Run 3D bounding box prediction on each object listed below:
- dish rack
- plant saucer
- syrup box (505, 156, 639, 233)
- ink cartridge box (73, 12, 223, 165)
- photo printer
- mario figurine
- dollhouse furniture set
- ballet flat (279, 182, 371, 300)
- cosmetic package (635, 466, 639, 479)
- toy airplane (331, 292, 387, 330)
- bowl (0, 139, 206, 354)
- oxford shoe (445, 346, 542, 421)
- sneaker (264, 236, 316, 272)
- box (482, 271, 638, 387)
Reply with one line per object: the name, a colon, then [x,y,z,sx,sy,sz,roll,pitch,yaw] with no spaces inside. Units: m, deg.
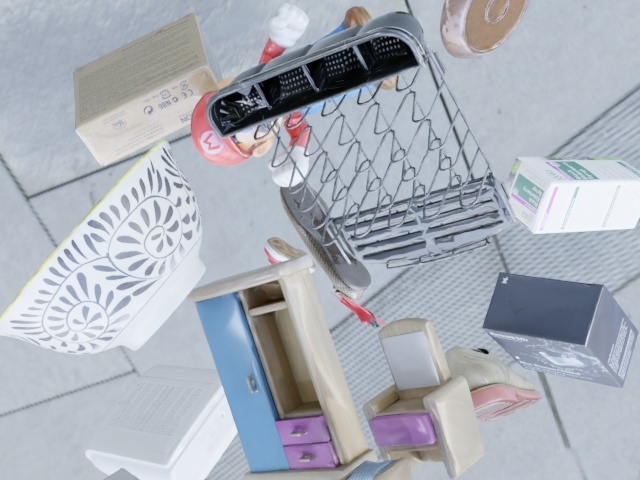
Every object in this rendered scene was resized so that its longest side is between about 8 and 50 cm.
dish rack: [0.050,-0.069,0.825,0.208,0.074,0.272,-14,125,31]
plant saucer: [0.232,-0.319,1.210,0.168,0.029,0.168,-29,141,-26]
syrup box: [0.423,-0.077,1.473,0.236,0.093,0.096,-2,121,-30]
ink cartridge box: [-0.280,-0.250,1.458,0.234,0.193,0.088,-25,130,6]
photo printer: [-0.310,0.366,1.777,0.307,0.256,0.107,-3,129,41]
mario figurine: [-0.041,-0.212,1.297,0.320,0.198,0.170,-31,150,-8]
dollhouse furniture set: [-0.088,0.147,0.707,0.286,0.303,0.198,-17,94,43]
ballet flat: [0.000,0.000,1.498,0.084,0.250,0.058,-15,150,-38]
cosmetic package: [0.290,0.334,0.406,0.327,0.330,0.394,3,142,8]
toy airplane: [0.071,0.132,1.727,0.151,0.151,0.028,37,93,-17]
bowl: [-0.131,0.021,0.601,0.080,0.170,0.170,41,113,-7]
oxford shoe: [0.317,0.253,1.635,0.123,0.130,0.348,-27,159,15]
sneaker: [-0.054,0.036,1.102,0.067,0.042,0.118,-38,155,11]
box: [0.334,0.124,1.243,0.156,0.093,0.158,6,156,41]
